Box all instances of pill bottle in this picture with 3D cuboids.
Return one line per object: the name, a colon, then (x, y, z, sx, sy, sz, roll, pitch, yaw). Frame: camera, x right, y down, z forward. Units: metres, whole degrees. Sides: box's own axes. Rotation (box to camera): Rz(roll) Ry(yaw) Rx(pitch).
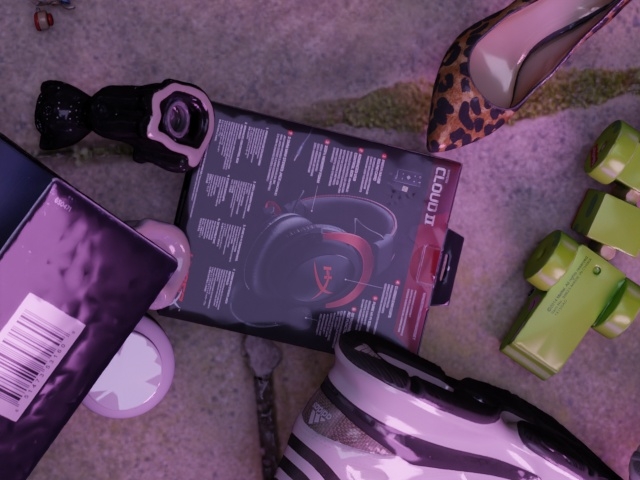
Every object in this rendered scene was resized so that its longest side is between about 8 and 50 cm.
pill bottle: (-0.193, 0.117, 1.439, 0.103, 0.184, 0.103, 0, 91, -8)

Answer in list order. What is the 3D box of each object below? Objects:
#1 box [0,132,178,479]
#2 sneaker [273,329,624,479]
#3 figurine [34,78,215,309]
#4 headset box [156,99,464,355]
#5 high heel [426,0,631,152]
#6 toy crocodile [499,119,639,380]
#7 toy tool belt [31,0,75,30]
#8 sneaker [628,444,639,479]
box: (-0.340, 0.044, 1.310, 0.296, 0.294, 0.183, -55, 138, -4)
sneaker: (0.122, 0.274, 1.476, 0.448, 0.169, 0.257, 27, 100, -34)
figurine: (-0.216, -0.052, 1.443, 0.092, 0.209, 0.214, 12, 87, -51)
headset box: (0.000, 0.000, 1.503, 0.293, 0.110, 0.218, 13, 90, -8)
high heel: (0.211, -0.193, 1.459, 0.093, 0.186, 0.261, 45, 67, -13)
toy crocodile: (0.300, -0.011, 1.561, 0.115, 0.105, 0.340, 30, 91, -8)
toy tool belt: (-0.264, -0.254, 1.489, 0.051, 0.052, 0.083, -8, 93, 0)
sneaker: (0.400, 0.260, 1.511, 0.281, 0.105, 0.115, 6, 97, -48)
